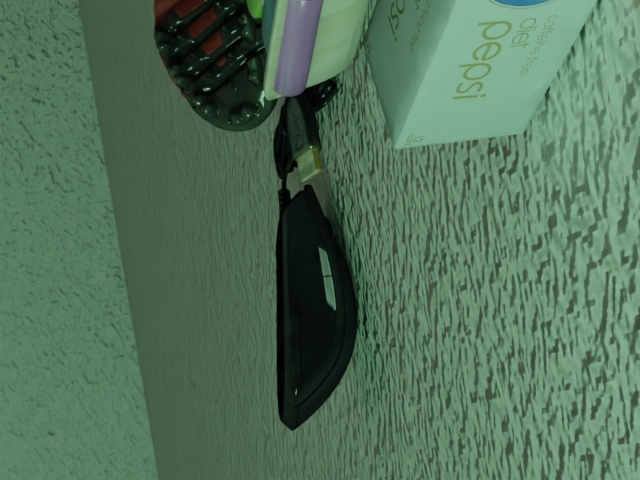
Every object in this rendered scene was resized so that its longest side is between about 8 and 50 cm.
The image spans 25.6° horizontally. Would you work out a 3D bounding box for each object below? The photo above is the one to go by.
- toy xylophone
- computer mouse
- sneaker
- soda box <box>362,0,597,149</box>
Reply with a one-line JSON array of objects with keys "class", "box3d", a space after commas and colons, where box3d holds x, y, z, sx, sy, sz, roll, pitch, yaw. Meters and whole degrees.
[{"class": "toy xylophone", "box3d": [-0.028, -0.268, 0.943, 0.236, 0.081, 0.323, 99, 157, -48]}, {"class": "computer mouse", "box3d": [0.000, 0.000, 1.047, 0.184, 0.060, 0.262, 104, 165, -65]}, {"class": "sneaker", "box3d": [-0.085, -0.202, 1.142, 0.135, 0.097, 0.276, 23, -141, -61]}, {"class": "soda box", "box3d": [0.079, -0.126, 0.628, 0.216, 0.074, 0.069, 109, 149, -61]}]
